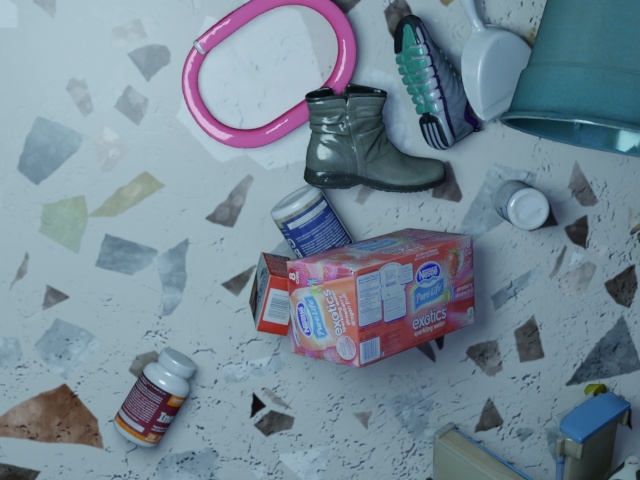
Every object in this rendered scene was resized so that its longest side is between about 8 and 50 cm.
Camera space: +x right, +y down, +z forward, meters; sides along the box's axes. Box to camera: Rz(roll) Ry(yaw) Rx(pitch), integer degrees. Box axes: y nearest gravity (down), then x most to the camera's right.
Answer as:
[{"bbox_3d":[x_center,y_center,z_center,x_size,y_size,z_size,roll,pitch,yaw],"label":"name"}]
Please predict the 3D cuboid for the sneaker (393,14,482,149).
[{"bbox_3d":[0.191,-0.263,1.840,0.098,0.083,0.224,-25,107,-25],"label":"sneaker"}]

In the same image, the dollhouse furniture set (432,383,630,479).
[{"bbox_3d":[0.373,0.401,1.990,0.303,0.198,0.286,-26,129,-32],"label":"dollhouse furniture set"}]

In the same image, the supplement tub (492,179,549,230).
[{"bbox_3d":[0.328,-0.059,1.868,0.071,0.107,0.071,-1,101,-6],"label":"supplement tub"}]

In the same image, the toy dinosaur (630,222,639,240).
[{"bbox_3d":[0.631,0.037,1.924,0.200,0.127,0.296,-16,115,4],"label":"toy dinosaur"}]

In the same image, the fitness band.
[{"bbox_3d":[-0.081,-0.274,1.805,0.291,0.054,0.209,-34,103,2],"label":"fitness band"}]

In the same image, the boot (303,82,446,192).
[{"bbox_3d":[0.093,-0.164,1.811,0.246,0.083,0.161,1,112,-13],"label":"boot"}]

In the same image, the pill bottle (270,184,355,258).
[{"bbox_3d":[0.000,0.000,1.848,0.094,0.094,0.169,-32,103,0],"label":"pill bottle"}]

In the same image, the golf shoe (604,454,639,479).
[{"bbox_3d":[0.532,0.487,1.977,0.105,0.120,0.273,20,144,25],"label":"golf shoe"}]

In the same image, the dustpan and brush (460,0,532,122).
[{"bbox_3d":[0.269,-0.315,1.828,0.147,0.060,0.211,-33,118,-22],"label":"dustpan and brush"}]

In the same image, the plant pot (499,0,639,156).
[{"bbox_3d":[0.475,-0.313,1.741,0.341,0.341,0.334,12,90,-9],"label":"plant pot"}]

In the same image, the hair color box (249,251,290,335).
[{"bbox_3d":[-0.075,0.083,1.817,0.053,0.167,0.093,13,99,-9],"label":"hair color box"}]

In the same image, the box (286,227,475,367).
[{"bbox_3d":[0.099,0.080,1.773,0.300,0.142,0.154,-16,107,-46],"label":"box"}]

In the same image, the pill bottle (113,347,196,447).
[{"bbox_3d":[-0.269,0.257,1.871,0.086,0.086,0.152,30,97,-12],"label":"pill bottle"}]
